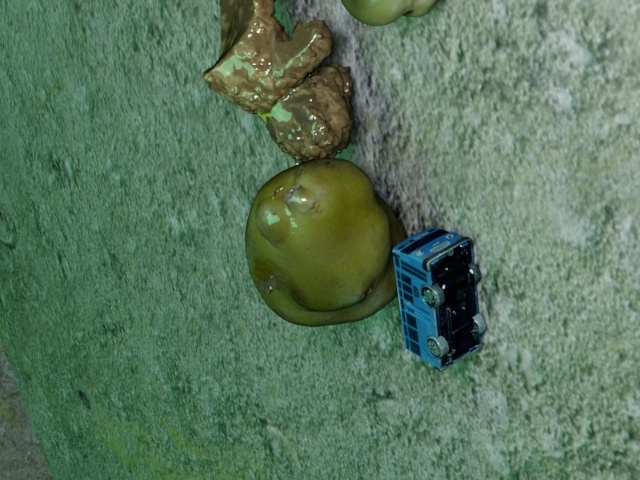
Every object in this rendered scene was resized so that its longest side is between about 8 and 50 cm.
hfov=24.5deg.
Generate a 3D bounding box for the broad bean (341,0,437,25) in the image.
[{"bbox_3d":[0.069,-0.393,1.796,0.189,0.121,0.263,-2,97,64],"label":"broad bean"}]

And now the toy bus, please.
[{"bbox_3d":[0.161,0.076,2.038,0.106,0.090,0.184,31,138,47],"label":"toy bus"}]

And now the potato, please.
[{"bbox_3d":[0.003,-0.003,2.060,0.218,0.202,0.351,4,158,15],"label":"potato"}]

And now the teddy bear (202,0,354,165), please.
[{"bbox_3d":[-0.035,-0.267,2.033,0.246,0.223,0.296,158,129,-67],"label":"teddy bear"}]
